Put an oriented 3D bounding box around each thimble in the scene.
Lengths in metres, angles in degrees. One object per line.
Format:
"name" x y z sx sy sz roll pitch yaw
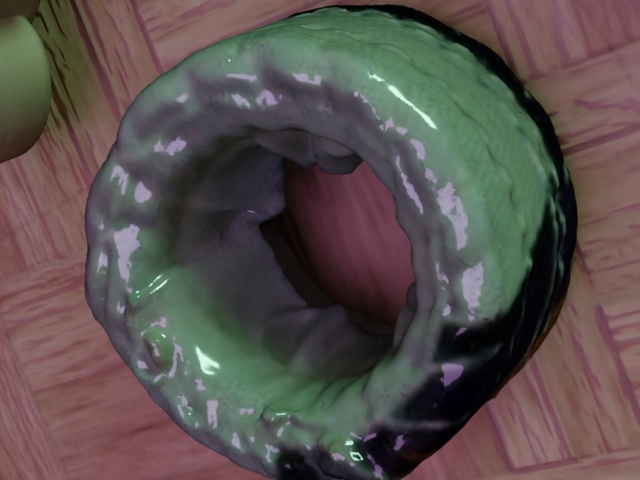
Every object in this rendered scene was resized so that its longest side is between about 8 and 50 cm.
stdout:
"thimble" 0.000 0.000 0.566 0.237 0.150 0.237 9 109 26

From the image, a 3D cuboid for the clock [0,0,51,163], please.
"clock" -0.264 -0.212 0.639 0.284 0.114 0.309 29 123 28
